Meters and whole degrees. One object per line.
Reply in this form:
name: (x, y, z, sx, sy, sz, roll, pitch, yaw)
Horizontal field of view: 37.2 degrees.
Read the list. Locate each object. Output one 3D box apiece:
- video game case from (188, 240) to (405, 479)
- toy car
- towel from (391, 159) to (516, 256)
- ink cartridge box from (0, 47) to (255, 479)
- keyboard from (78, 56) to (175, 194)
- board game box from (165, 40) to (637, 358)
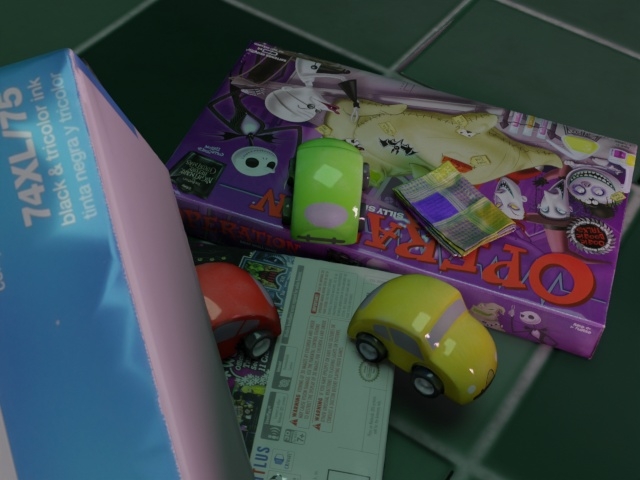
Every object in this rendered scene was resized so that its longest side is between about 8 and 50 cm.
video game case: (-0.058, 0.102, 0.615, 0.210, 0.042, 0.232, 8, 48, 2)
toy car: (0.000, 0.000, 0.647, 0.239, 0.053, 0.225, 5, 48, -2)
towel: (0.100, -0.024, 0.708, 0.060, 0.009, 0.083, -25, 55, -24)
ink cartridge box: (-0.195, 0.068, 0.450, 0.270, 0.198, 0.197, -17, 79, -1)
keyboard: (-0.232, 0.042, 0.574, 0.317, 0.033, 0.201, -35, 78, -2)
board game box: (0.066, -0.046, 0.762, 0.347, 0.056, 0.208, 17, 53, 9)
